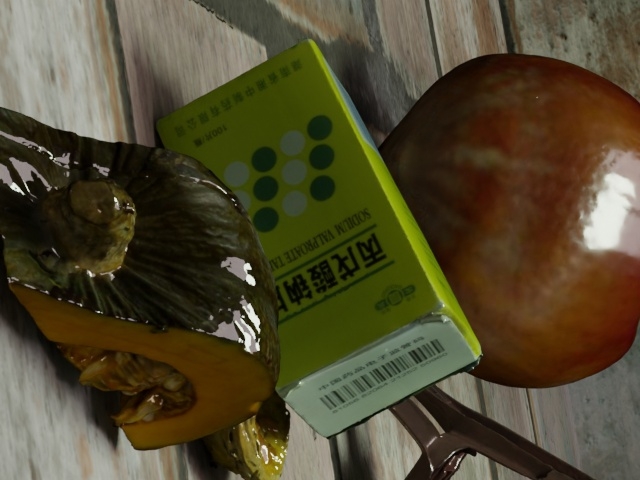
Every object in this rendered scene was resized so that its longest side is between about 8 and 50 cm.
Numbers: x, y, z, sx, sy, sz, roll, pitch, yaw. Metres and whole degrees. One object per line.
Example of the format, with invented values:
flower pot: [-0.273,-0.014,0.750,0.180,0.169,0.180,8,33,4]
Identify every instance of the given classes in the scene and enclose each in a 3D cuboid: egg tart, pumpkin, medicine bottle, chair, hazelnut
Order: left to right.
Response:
pumpkin: [-0.101,0.014,1.147,0.248,0.126,0.131,57,23,-57]
egg tart: [-0.059,0.121,1.401,0.130,0.052,0.130,-10,90,-79]
medicine bottle: [0.000,0.000,1.418,0.250,0.137,0.141,64,5,25]
chair: [0.086,0.211,1.818,0.326,0.183,0.175,36,6,14]
hazelnut: [0.216,-0.019,2.118,0.366,0.366,0.365,-11,90,-77]
